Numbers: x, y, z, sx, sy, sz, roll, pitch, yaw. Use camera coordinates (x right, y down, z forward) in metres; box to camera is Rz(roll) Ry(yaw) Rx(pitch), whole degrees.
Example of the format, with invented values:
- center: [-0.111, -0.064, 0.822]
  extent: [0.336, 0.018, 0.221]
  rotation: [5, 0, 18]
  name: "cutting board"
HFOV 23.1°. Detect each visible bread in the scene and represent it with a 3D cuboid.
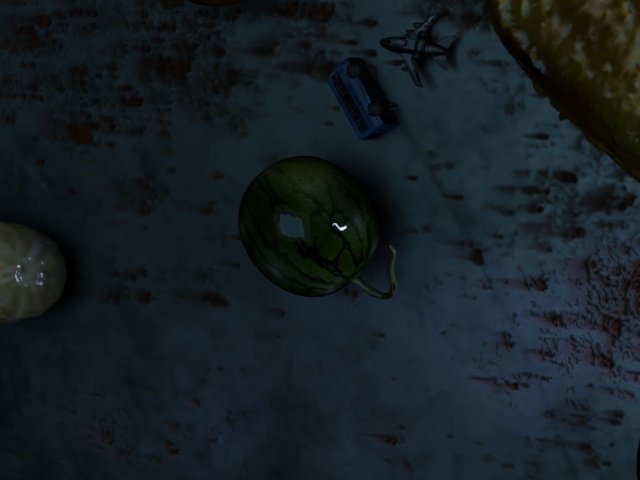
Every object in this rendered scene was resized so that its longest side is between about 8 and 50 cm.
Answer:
- center: [0.322, -0.210, 1.386]
  extent: [0.358, 0.204, 0.337]
  rotation: [42, 116, 17]
  name: "bread"

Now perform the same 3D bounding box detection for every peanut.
- center: [-0.432, 0.034, 1.852]
  extent: [0.290, 0.130, 0.130]
  rotation: [2, 95, 30]
  name: "peanut"

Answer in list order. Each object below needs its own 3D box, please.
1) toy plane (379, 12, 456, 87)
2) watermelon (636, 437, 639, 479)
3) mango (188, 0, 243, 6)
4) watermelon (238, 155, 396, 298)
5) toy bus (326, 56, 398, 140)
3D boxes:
- center: [0.097, -0.198, 1.603]
  extent: [0.083, 0.031, 0.079]
  rotation: [14, 85, 25]
  name: "toy plane"
- center: [0.383, 0.193, 1.380]
  extent: [0.212, 0.212, 0.212]
  rotation: [2, 95, 28]
  name: "watermelon"
- center: [-0.079, -0.340, 1.647]
  extent: [0.219, 0.112, 0.145]
  rotation: [-38, 76, 13]
  name: "mango"
- center: [0.000, 0.000, 1.608]
  extent: [0.187, 0.140, 0.141]
  rotation: [48, 113, 13]
  name: "watermelon"
- center: [0.043, -0.147, 1.630]
  extent: [0.046, 0.038, 0.083]
  rotation: [-35, 77, 29]
  name: "toy bus"
